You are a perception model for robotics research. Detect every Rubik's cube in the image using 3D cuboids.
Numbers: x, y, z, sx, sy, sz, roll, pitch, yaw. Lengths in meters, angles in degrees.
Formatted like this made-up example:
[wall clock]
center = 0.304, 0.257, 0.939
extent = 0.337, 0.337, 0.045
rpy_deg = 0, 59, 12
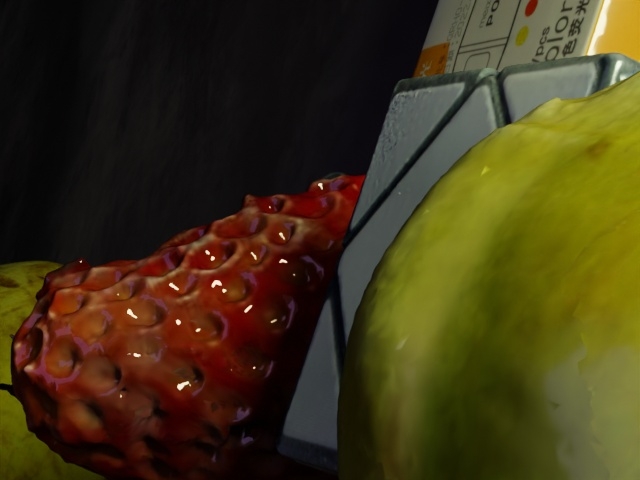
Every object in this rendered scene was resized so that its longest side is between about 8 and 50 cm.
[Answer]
[Rubik's cube]
center = 0.131, 0.045, 0.891
extent = 0.207, 0.205, 0.205
rpy_deg = 3, 72, 67

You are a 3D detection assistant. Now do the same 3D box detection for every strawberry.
[strawberry]
center = -0.010, 0.079, 1.097
extent = 0.253, 0.280, 0.150
rpy_deg = -53, 29, 10

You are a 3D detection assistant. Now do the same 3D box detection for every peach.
[peach]
center = 0.172, 0.086, 0.641
extent = 0.315, 0.314, 0.281
rpy_deg = -42, 16, -17

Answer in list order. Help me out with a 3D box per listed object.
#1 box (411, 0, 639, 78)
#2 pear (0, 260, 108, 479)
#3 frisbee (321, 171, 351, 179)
[box]
center = 0.154, -0.141, 1.144
extent = 0.221, 0.091, 0.274
rpy_deg = -7, 63, 65
[pear]
center = -0.258, 0.146, 1.555
extent = 0.283, 0.283, 0.284
rpy_deg = -47, 31, 40
[frisbee]
center = 0.000, 0.000, 1.448
extent = 0.110, 0.014, 0.110
rpy_deg = -48, 30, 40
